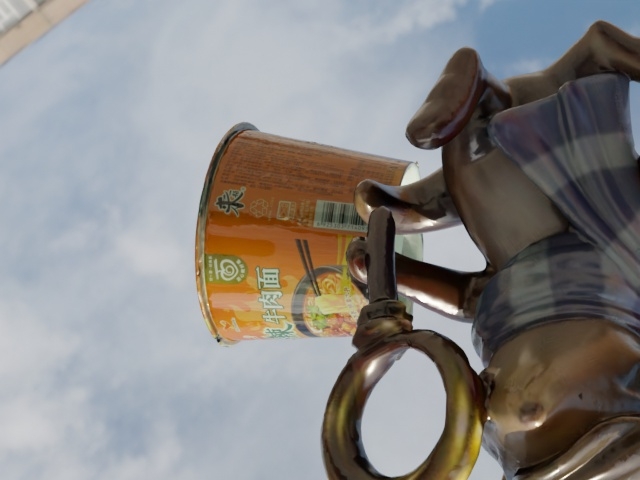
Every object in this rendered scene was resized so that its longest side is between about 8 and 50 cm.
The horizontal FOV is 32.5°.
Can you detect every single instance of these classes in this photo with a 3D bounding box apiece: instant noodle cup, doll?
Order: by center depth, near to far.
[{"bbox_3d":[0.146,0.028,0.764,0.318,0.209,0.339,-18,-112,19],"label":"doll"},{"bbox_3d":[0.000,0.000,1.095,0.182,0.230,0.230,4,-127,15],"label":"instant noodle cup"}]
